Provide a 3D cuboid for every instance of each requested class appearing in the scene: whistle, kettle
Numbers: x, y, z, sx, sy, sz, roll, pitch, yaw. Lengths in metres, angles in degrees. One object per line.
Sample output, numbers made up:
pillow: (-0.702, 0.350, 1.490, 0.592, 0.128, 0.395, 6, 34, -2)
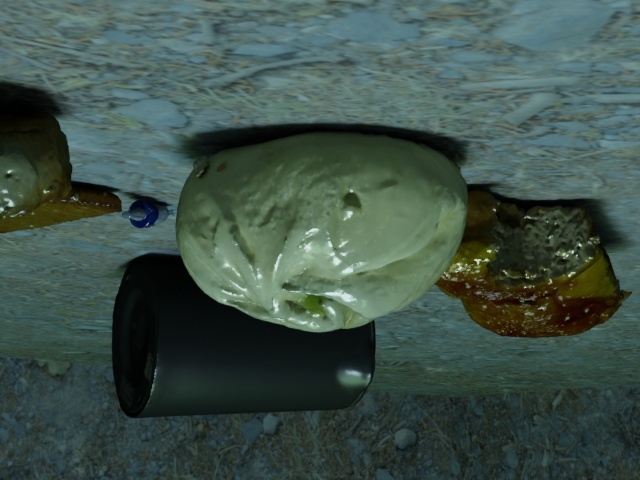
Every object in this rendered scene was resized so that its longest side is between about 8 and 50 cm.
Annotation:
whistle: (-0.182, -0.027, 1.620, 0.033, 0.029, 0.083, -4, 180, 22)
kettle: (-0.111, 0.136, 2.074, 0.308, 0.203, 0.262, 3, 168, -24)

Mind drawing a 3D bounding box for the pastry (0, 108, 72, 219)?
pastry: (-0.269, -0.061, 1.240, 0.153, 0.081, 0.153, -9, -157, 4)

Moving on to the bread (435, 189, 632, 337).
bread: (0.217, 0.028, 1.640, 0.185, 0.109, 0.380, -1, 168, 18)

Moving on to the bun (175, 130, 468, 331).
bun: (0.000, 0.000, 1.382, 0.259, 0.159, 0.259, 0, 172, 0)

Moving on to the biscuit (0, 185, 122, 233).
biscuit: (-0.307, -0.037, 1.606, 0.206, 0.025, 0.126, -9, 166, 40)
